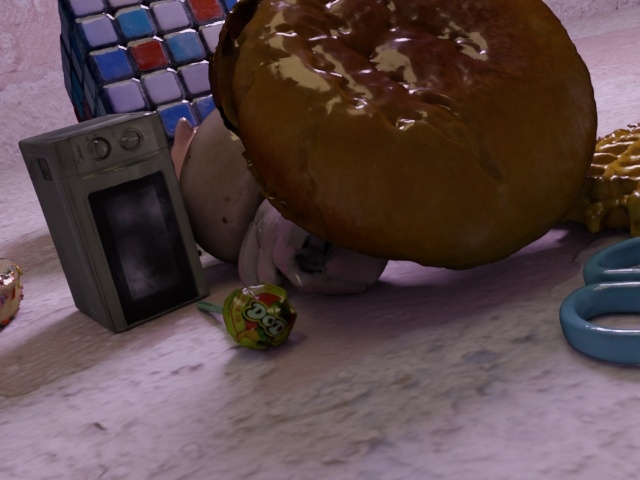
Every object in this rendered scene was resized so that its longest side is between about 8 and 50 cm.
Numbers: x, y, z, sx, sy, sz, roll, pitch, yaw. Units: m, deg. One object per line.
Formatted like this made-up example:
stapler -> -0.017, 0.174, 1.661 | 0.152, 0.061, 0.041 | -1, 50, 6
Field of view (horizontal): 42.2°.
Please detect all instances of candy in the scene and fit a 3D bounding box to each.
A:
candy -> -0.080, 0.064, 0.762 | 0.194, 0.062, 0.058 | -1, 62, 65

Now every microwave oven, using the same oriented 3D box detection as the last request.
microwave oven -> -0.216, -0.028, 0.892 | 0.129, 0.205, 0.163 | -22, 18, -27

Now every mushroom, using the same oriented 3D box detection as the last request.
mushroom -> -0.051, -0.062, 0.963 | 0.215, 0.207, 0.207 | 21, 17, -2

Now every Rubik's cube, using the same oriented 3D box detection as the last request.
Rubik's cube -> -0.231, -0.235, 1.322 | 0.293, 0.287, 0.292 | -20, -12, -19

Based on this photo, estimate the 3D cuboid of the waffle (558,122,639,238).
waffle -> 0.333, -0.073, 0.835 | 0.259, 0.069, 0.293 | -14, 14, -2

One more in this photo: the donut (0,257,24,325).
donut -> -0.411, 0.067, 0.988 | 0.166, 0.065, 0.108 | -3, 19, 37

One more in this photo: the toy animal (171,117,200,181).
toy animal -> -0.083, -0.102, 1.144 | 0.250, 0.154, 0.166 | -11, 55, -21

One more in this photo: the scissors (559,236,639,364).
scissors -> 0.378, 0.027, 0.505 | 0.447, 0.029, 0.192 | -3, 19, 34

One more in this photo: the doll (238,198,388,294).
doll -> 0.000, 0.000, 0.814 | 0.149, 0.095, 0.192 | -17, 13, -32

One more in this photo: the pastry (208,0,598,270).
pastry -> 0.080, -0.127, 0.743 | 0.356, 0.164, 0.356 | 8, 47, -8
